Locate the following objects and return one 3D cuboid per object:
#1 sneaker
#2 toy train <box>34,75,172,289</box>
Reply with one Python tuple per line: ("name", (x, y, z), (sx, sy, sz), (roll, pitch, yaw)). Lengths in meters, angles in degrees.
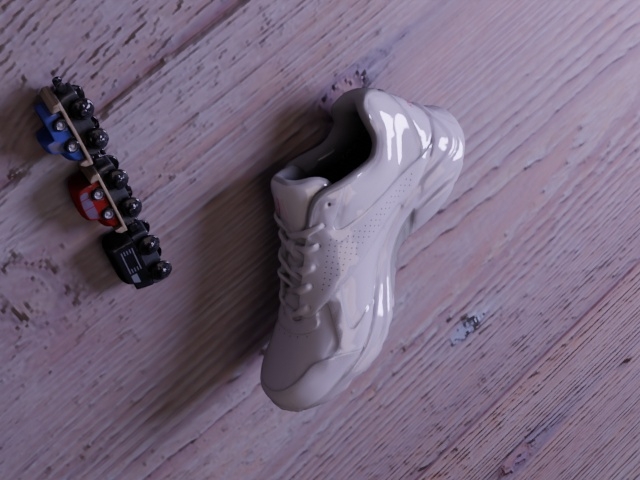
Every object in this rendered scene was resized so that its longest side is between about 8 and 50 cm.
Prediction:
("sneaker", (0.000, 0.000, 0.799), (0.115, 0.090, 0.232), (23, 90, -39))
("toy train", (-0.130, -0.029, 0.701), (0.036, 0.027, 0.158), (-29, 132, -11))
